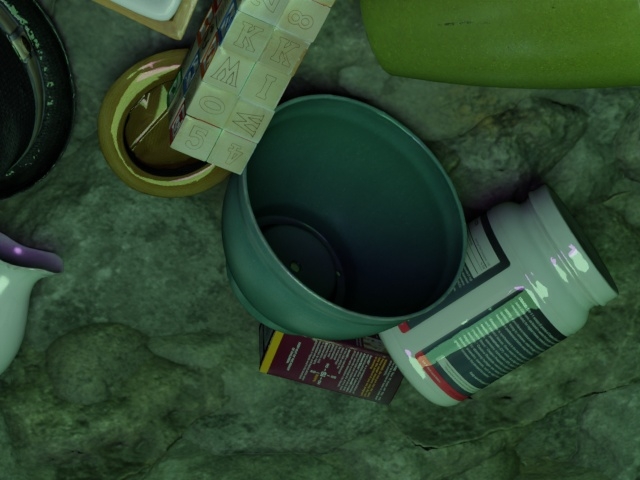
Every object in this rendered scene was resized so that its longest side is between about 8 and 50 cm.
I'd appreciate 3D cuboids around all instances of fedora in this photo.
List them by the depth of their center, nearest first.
[{"bbox_3d":[-0.444,-0.160,1.290,0.334,0.152,0.334,-1,120,-2],"label":"fedora"},{"bbox_3d":[-0.173,-0.147,1.356,0.194,0.079,0.194,-4,115,-9],"label":"fedora"}]

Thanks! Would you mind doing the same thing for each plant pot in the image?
[{"bbox_3d":[0.200,-0.276,1.219,0.293,0.275,0.275,-9,122,22],"label":"plant pot"},{"bbox_3d":[0.000,0.000,1.360,0.293,0.293,0.196,25,142,-17],"label":"plant pot"}]

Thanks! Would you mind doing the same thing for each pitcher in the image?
[{"bbox_3d":[-0.455,0.076,1.458,0.178,0.125,0.207,33,104,2],"label":"pitcher"}]

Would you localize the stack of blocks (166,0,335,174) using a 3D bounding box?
[{"bbox_3d":[-0.066,-0.243,1.209,0.087,0.171,0.297,21,117,-20],"label":"stack of blocks"}]

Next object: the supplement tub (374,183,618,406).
[{"bbox_3d":[0.219,0.071,1.441,0.272,0.191,0.191,-34,116,16],"label":"supplement tub"}]

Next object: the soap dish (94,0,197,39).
[{"bbox_3d":[-0.187,-0.387,1.153,0.229,0.118,0.291,25,108,-2],"label":"soap dish"}]

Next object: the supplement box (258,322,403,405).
[{"bbox_3d":[0.017,0.141,1.521,0.188,0.104,0.081,16,119,-12],"label":"supplement box"}]
